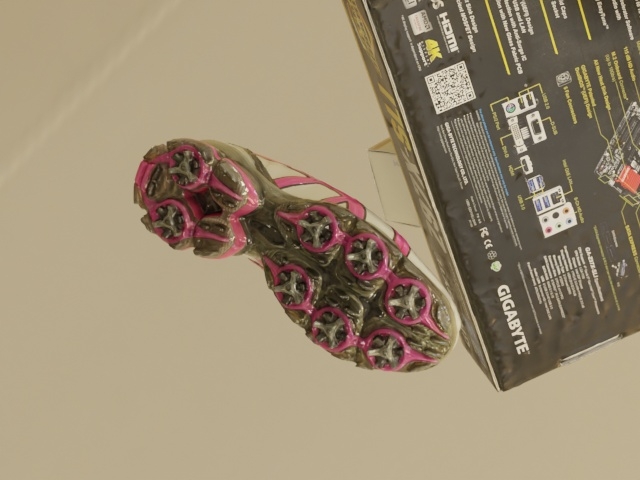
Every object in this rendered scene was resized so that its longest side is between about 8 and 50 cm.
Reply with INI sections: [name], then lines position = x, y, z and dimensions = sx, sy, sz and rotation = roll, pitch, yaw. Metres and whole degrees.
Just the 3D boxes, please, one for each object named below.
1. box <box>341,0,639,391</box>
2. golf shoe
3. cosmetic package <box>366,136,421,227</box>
[box]
position = 0.175, -0.089, 1.228
dimensions = 0.257, 0.322, 0.079
rotation = -25, -152, -6
[golf shoe]
position = 0.000, 0.000, 0.936
dimensions = 0.186, 0.086, 0.067
rotation = 34, -68, 24
[cosmetic package]
position = 0.093, -0.060, 1.353
dimensions = 0.115, 0.060, 0.041
rotation = -28, -156, -32
